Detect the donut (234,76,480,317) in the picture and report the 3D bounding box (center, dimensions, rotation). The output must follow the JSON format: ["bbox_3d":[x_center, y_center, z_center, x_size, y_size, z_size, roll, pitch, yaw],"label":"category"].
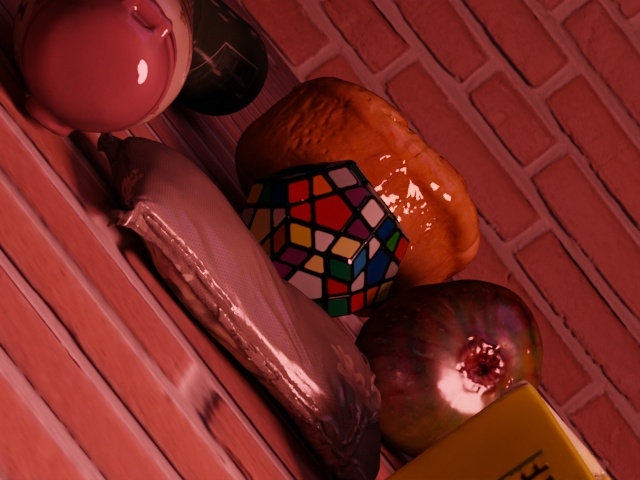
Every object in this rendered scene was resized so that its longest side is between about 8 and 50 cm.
[{"bbox_3d":[0.028,-0.035,1.550,0.226,0.114,0.226,43,-18,17],"label":"donut"}]

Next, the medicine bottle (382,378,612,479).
[{"bbox_3d":[0.131,0.218,0.985,0.141,0.137,0.250,46,10,-46],"label":"medicine bottle"}]

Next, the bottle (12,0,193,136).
[{"bbox_3d":[-0.133,-0.124,1.137,0.110,0.110,0.233,51,7,-14],"label":"bottle"}]

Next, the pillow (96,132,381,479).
[{"bbox_3d":[-0.040,0.039,1.124,0.255,0.059,0.169,51,9,-19],"label":"pillow"}]

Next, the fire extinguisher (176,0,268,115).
[{"bbox_3d":[-0.116,-0.170,1.610,0.311,0.114,0.095,26,71,-73],"label":"fire extinguisher"}]

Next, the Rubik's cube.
[{"bbox_3d":[0.000,0.000,1.392,0.112,0.133,0.133,25,-8,28],"label":"Rubik's cube"}]

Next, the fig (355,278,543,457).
[{"bbox_3d":[0.078,0.096,1.440,0.149,0.149,0.245,51,-15,-8],"label":"fig"}]
